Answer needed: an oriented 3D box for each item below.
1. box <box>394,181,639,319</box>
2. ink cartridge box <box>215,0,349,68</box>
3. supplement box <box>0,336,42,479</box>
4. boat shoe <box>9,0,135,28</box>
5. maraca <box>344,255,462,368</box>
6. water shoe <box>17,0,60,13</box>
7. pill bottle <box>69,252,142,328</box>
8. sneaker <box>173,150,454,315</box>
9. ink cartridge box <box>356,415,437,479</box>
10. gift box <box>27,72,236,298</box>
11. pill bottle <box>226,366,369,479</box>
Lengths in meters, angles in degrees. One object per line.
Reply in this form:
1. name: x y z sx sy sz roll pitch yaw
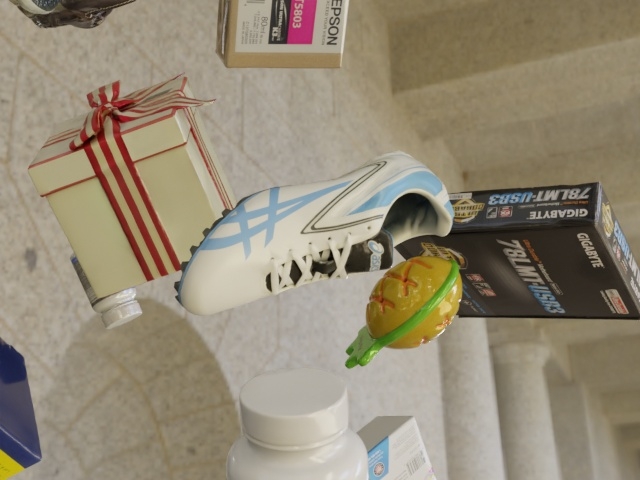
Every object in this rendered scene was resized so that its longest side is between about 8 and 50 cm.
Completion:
1. box: 0.283 0.026 1.399 0.293 0.073 0.295 -1 -27 30
2. ink cartridge box: -0.055 -0.385 1.510 0.193 0.088 0.235 -3 -61 -17
3. supplement box: -0.575 0.248 1.269 0.356 0.195 0.194 -28 -43 -1
4. boat shoe: -0.335 -0.349 1.401 0.285 0.103 0.092 5 -36 38
5. maraca: 0.100 0.090 1.220 0.185 0.099 0.127 -42 7 13
6. water shoe: -0.368 -0.327 1.239 0.080 0.073 0.203 3 19 2
7. pill bottle: -0.354 0.073 1.639 0.078 0.137 0.078 -26 -7 -3
8. sneaker: 0.000 0.000 0.765 0.237 0.086 0.085 -25 -40 -22
9. ink cartridge box: 0.063 0.235 0.904 0.052 0.122 0.088 -12 12 46
10. gift box: -0.257 -0.109 1.487 0.276 0.255 0.258 -22 -67 1
11. pill bottle: -0.016 0.200 0.747 0.108 0.193 0.108 -2 18 1
